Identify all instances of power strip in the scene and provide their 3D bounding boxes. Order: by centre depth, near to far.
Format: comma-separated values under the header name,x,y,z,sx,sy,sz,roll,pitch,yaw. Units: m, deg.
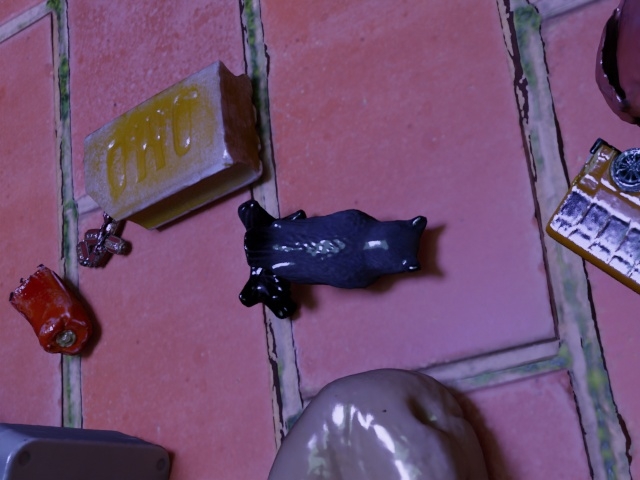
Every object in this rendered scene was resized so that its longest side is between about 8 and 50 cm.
name,x,y,z,sx,sy,sz,roll,pitch,yaw
power strip,-0.272,0.336,1.062,0.141,0.229,0.261,10,84,37

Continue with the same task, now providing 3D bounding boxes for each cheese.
name,x,y,z,sx,sy,sz,roll,pitch,yaw
cheese,0.055,0.235,0.920,0.218,0.117,0.235,16,91,36

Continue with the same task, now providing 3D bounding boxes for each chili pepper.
name,x,y,z,sx,sy,sz,roll,pitch,yaw
chili pepper,-0.339,0.095,1.278,0.123,0.073,0.070,45,148,37

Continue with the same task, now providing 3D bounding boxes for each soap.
name,x,y,z,sx,sy,sz,roll,pitch,yaw
soap,-0.181,-0.103,1.207,0.232,0.073,0.140,-22,61,31

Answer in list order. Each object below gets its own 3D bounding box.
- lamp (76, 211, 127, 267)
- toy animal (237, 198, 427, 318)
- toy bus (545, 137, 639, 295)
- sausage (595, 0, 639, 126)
name,x,y,z,sx,sy,sz,roll,pitch,yaw
lamp,-0.281,0.001,1.283,0.083,0.031,0.063,-30,61,32
toy animal,0.002,-0.001,1.022,0.210,0.117,0.121,-13,64,36
toy bus,0.293,0.010,0.813,0.201,0.098,0.114,39,103,37
sausage,0.336,-0.209,0.806,0.152,0.152,0.279,38,102,37
